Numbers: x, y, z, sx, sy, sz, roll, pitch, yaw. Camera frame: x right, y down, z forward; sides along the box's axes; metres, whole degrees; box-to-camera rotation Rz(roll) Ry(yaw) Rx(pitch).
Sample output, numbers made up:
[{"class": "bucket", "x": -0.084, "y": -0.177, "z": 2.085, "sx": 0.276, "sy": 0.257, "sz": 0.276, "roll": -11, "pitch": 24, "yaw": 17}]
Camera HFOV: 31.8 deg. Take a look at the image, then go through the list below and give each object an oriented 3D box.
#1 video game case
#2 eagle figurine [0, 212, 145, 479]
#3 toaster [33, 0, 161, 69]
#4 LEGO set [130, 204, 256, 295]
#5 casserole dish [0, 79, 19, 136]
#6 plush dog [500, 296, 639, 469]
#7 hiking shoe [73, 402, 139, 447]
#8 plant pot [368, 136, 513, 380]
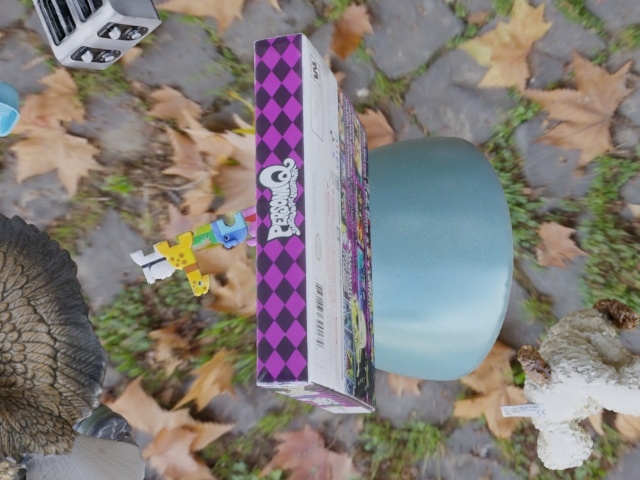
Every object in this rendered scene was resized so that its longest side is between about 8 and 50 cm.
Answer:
[{"class": "video game case", "x": 0.000, "y": 0.000, "z": 0.802, "sx": 0.042, "sy": 0.210, "sz": 0.232, "roll": -5, "pitch": 77, "yaw": 13}, {"class": "eagle figurine", "x": -0.296, "y": 0.133, "z": 0.979, "sx": 0.225, "sy": 0.226, "sz": 0.298, "roll": -24, "pitch": 98, "yaw": -3}, {"class": "toaster", "x": -0.369, "y": -0.395, "z": 1.838, "sx": 0.168, "sy": 0.110, "sz": 0.185, "roll": -29, "pitch": 80, "yaw": 36}, {"class": "LEGO set", "x": -0.167, "y": 0.025, "z": 1.667, "sx": 0.227, "sy": 0.087, "sz": 0.093, "roll": -21, "pitch": 94, "yaw": 5}, {"class": "casserole dish", "x": -0.450, "y": -0.182, "z": 1.460, "sx": 0.114, "sy": 0.188, "sz": 0.037, "roll": 18, "pitch": 76, "yaw": -20}, {"class": "plush dog", "x": 0.402, "y": 0.198, "z": 1.779, "sx": 0.211, "sy": 0.225, "sz": 0.262, "roll": 40, "pitch": 119, "yaw": -3}, {"class": "hiking shoe", "x": -0.282, "y": 0.227, "z": 1.328, "sx": 0.114, "sy": 0.227, "sz": 0.086, "roll": 40, "pitch": 61, "yaw": 12}, {"class": "plant pot", "x": 0.060, "y": 0.019, "z": 1.300, "sx": 0.196, "sy": 0.290, "sz": 0.290, "roll": 1, "pitch": 93, "yaw": -24}]
